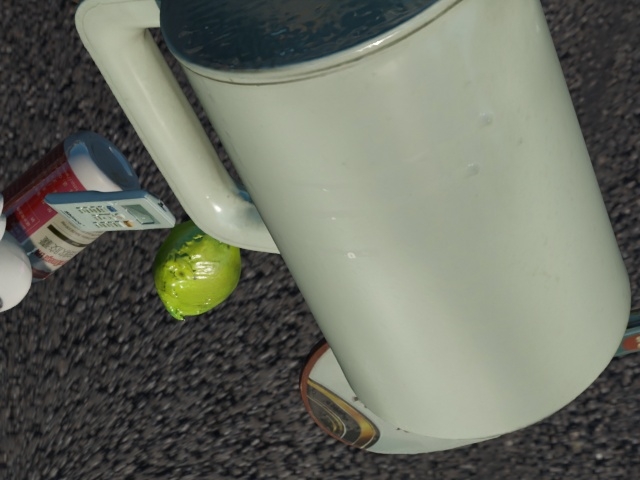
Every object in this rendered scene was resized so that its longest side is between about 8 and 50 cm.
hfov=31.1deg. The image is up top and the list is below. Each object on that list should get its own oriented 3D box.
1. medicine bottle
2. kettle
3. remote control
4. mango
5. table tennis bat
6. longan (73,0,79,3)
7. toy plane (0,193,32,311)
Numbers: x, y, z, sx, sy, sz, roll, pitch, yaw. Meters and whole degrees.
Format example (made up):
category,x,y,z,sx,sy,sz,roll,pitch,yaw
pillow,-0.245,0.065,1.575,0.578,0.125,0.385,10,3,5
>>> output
category,x,y,z,sx,sy,sz,roll,pitch,yaw
medicine bottle,-0.372,-0.032,1.563,0.250,0.131,0.131,-37,88,15
kettle,0.037,-0.060,0.704,0.205,0.318,0.265,-42,45,-13
remote control,-0.239,-0.037,1.301,0.061,0.162,0.029,46,52,-46
mango,-0.165,0.036,1.502,0.119,0.178,0.100,-11,60,-23
table tennis bat,0.132,0.098,0.897,0.301,0.173,0.022,-14,41,11
longan,-0.139,-0.240,0.788,0.204,0.159,0.185,-21,66,-9
toy plane,-0.265,0.014,0.720,0.174,0.174,0.080,-2,56,-16
